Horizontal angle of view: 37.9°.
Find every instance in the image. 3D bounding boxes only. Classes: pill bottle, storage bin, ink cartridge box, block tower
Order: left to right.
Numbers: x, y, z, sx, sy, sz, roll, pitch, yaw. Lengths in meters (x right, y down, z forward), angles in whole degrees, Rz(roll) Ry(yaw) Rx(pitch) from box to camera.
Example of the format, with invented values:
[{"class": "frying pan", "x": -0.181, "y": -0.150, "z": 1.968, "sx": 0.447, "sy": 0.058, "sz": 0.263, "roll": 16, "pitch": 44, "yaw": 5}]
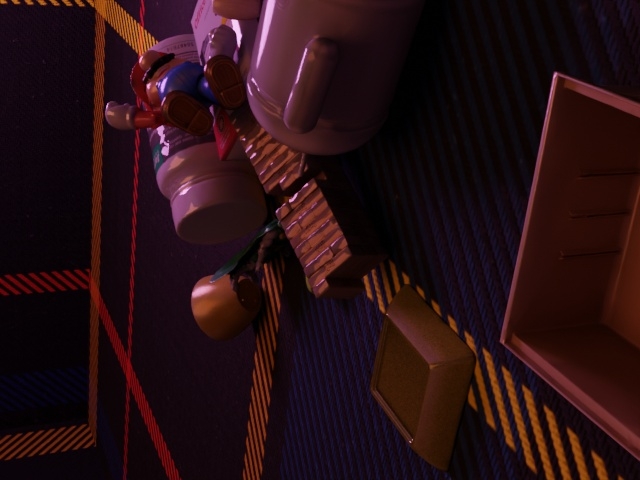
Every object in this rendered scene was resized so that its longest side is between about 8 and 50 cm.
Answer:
[{"class": "pill bottle", "x": -0.219, "y": -0.190, "z": 1.761, "sx": 0.204, "sy": 0.204, "sz": 0.361, "roll": 126, "pitch": 135, "yaw": -55}, {"class": "ink cartridge box", "x": -0.116, "y": -0.319, "z": 1.602, "sx": 0.226, "sy": 0.131, "sz": 0.306, "roll": 127, "pitch": 132, "yaw": -56}, {"class": "block tower", "x": -0.018, "y": -0.077, "z": 1.382, "sx": 0.097, "sy": 0.091, "sz": 0.335, "roll": -41, "pitch": 63, "yaw": 31}, {"class": "storage bin", "x": 0.289, "y": 0.024, "z": 0.754, "sx": 0.260, "sy": 0.123, "sz": 0.262, "roll": -135, "pitch": 47, "yaw": -56}]

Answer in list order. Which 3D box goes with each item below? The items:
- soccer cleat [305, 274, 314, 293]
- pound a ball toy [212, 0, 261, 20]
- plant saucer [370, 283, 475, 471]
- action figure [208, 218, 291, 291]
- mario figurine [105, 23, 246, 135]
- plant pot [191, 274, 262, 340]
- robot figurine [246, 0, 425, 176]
[{"class": "soccer cleat", "x": 0.000, "y": 0.000, "z": 1.485, "sx": 0.072, "sy": 0.060, "sz": 0.179, "roll": -112, "pitch": 27, "yaw": -62}, {"class": "pound a ball toy", "x": -0.064, "y": -0.505, "z": 1.410, "sx": 0.319, "sy": 0.136, "sz": 0.208, "roll": 109, "pitch": 173, "yaw": -51}, {"class": "plant saucer", "x": 0.123, "y": 0.183, "z": 1.247, "sx": 0.188, "sy": 0.045, "sz": 0.188, "roll": -131, "pitch": 43, "yaw": -53}, {"class": "action figure", "x": -0.094, "y": 0.013, "z": 1.649, "sx": 0.063, "sy": 0.137, "sz": 0.232, "roll": 55, "pitch": 139, "yaw": 10}, {"class": "mario figurine", "x": -0.240, "y": -0.257, "z": 1.495, "sx": 0.320, "sy": 0.198, "sz": 0.170, "roll": -154, "pitch": 60, "yaw": -65}, {"class": "plant pot", "x": -0.170, "y": 0.120, "z": 1.819, "sx": 0.095, "sy": 0.134, "sz": 0.134, "roll": -23, "pitch": 71, "yaw": 39}, {"class": "robot figurine", "x": 0.015, "y": -0.259, "z": 1.229, "sx": 0.300, "sy": 0.200, "sz": 0.353, "roll": -65, "pitch": -7, "yaw": -52}]
